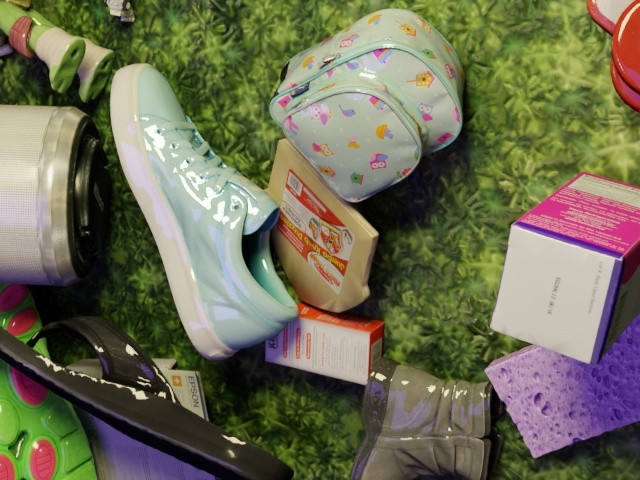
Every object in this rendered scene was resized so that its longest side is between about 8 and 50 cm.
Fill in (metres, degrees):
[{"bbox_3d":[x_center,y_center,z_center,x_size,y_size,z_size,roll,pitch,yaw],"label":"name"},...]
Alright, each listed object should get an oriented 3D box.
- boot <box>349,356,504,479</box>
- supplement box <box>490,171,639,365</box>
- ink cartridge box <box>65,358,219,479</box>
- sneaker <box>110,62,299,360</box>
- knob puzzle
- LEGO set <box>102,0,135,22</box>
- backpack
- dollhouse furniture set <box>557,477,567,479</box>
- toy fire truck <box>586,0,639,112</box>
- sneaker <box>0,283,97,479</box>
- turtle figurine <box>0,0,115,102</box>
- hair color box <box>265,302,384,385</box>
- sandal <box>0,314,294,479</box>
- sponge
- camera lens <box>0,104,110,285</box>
[{"bbox_3d":[0.123,0.262,1.510,0.161,0.083,0.247,15,114,19],"label":"boot"},{"bbox_3d":[0.264,0.020,1.264,0.114,0.220,0.111,19,114,25],"label":"supplement box"},{"bbox_3d":[-0.223,0.266,1.723,0.224,0.045,0.223,-1,105,29],"label":"ink cartridge box"},{"bbox_3d":[-0.123,-0.051,1.522,0.150,0.135,0.366,-20,93,18],"label":"sneaker"},{"bbox_3d":[0.000,0.000,1.497,0.213,0.030,0.213,35,139,38],"label":"knob puzzle"},{"bbox_3d":[-0.221,-0.381,1.523,0.244,0.060,0.182,-32,85,24],"label":"LEGO set"},{"bbox_3d":[0.058,-0.144,1.366,0.188,0.144,0.166,-31,116,24],"label":"backpack"},{"bbox_3d":[0.162,0.436,1.408,0.286,0.303,0.198,-24,92,33],"label":"dollhouse furniture set"},{"bbox_3d":[0.410,-0.189,1.168,0.302,0.169,0.254,43,98,10],"label":"toy fire truck"},{"bbox_3d":[-0.427,0.249,1.762,0.202,0.185,0.483,160,99,-67],"label":"sneaker"},{"bbox_3d":[-0.412,-0.234,1.583,0.266,0.275,0.198,30,152,14],"label":"turtle figurine"},{"bbox_3d":[0.004,0.122,1.549,0.141,0.043,0.072,11,111,25],"label":"hair color box"},{"bbox_3d":[-0.226,0.183,1.603,0.445,0.167,0.107,25,72,9],"label":"sandal"},{"bbox_3d":[0.295,0.150,1.401,0.210,0.031,0.117,-28,91,33],"label":"sponge"},{"bbox_3d":[-0.405,-0.057,1.577,0.274,0.219,0.219,2,109,2],"label":"camera lens"}]
